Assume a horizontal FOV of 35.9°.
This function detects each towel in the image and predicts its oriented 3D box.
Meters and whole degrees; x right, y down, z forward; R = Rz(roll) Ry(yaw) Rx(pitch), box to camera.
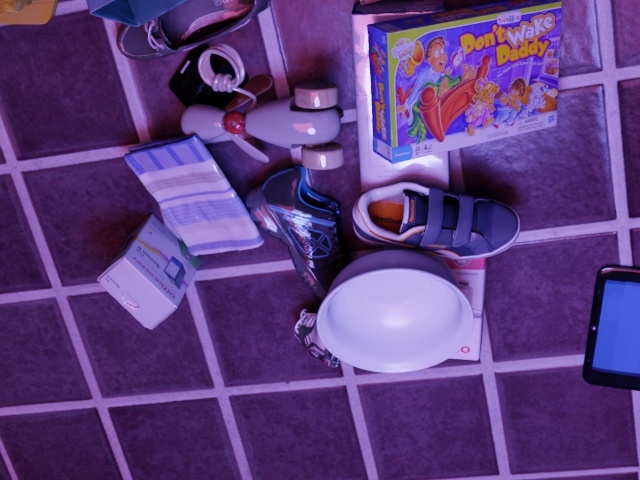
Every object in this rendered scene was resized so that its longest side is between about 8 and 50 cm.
[{"bbox_3d":[-0.256,-0.085,2.008,0.209,0.034,0.285,-6,128,36],"label":"towel"}]

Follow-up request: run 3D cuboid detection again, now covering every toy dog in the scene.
[{"bbox_3d":[-0.086,-0.241,1.911,0.333,0.161,0.220,25,113,13],"label":"toy dog"}]

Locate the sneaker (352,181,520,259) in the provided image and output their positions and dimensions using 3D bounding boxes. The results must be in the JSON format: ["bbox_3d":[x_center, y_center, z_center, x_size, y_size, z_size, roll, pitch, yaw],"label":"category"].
[{"bbox_3d":[0.217,-0.036,1.859,0.321,0.127,0.126,1,73,7],"label":"sneaker"}]

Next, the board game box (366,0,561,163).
[{"bbox_3d":[0.258,-0.289,1.750,0.347,0.078,0.233,-15,118,-20],"label":"board game box"}]

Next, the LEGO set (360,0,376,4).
[{"bbox_3d":[0.125,-0.567,1.763,0.182,0.060,0.244,-16,114,4],"label":"LEGO set"}]

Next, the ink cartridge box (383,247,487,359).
[{"bbox_3d":[0.235,0.097,2.024,0.207,0.117,0.283,2,117,9],"label":"ink cartridge box"}]

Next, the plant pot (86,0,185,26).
[{"bbox_3d":[-0.344,-0.534,1.763,0.165,0.165,0.234,-23,86,20],"label":"plant pot"}]

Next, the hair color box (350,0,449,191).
[{"bbox_3d":[0.154,-0.270,1.859,0.173,0.105,0.347,-1,117,7],"label":"hair color box"}]

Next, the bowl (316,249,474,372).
[{"bbox_3d":[0.139,0.113,1.885,0.297,0.134,0.298,0,135,0],"label":"bowl"}]

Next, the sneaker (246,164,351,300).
[{"bbox_3d":[0.000,0.000,2.015,0.139,0.125,0.341,-35,108,19],"label":"sneaker"}]

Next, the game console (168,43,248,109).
[{"bbox_3d":[-0.223,-0.316,1.956,0.107,0.071,0.122,49,118,18],"label":"game console"}]

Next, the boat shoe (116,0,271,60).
[{"bbox_3d":[-0.251,-0.419,1.861,0.335,0.095,0.112,-17,112,17],"label":"boat shoe"}]

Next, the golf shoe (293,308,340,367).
[{"bbox_3d":[-0.003,0.191,2.061,0.120,0.105,0.273,26,159,9],"label":"golf shoe"}]

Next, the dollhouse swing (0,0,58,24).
[{"bbox_3d":[-0.648,-0.327,1.834,0.315,0.347,0.305,3,116,8],"label":"dollhouse swing"}]

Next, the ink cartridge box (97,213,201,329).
[{"bbox_3d":[-0.353,0.063,2.057,0.093,0.212,0.154,-39,104,24],"label":"ink cartridge box"}]

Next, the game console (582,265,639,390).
[{"bbox_3d":[0.679,0.220,1.986,0.173,0.250,0.293,-9,118,-15],"label":"game console"}]
